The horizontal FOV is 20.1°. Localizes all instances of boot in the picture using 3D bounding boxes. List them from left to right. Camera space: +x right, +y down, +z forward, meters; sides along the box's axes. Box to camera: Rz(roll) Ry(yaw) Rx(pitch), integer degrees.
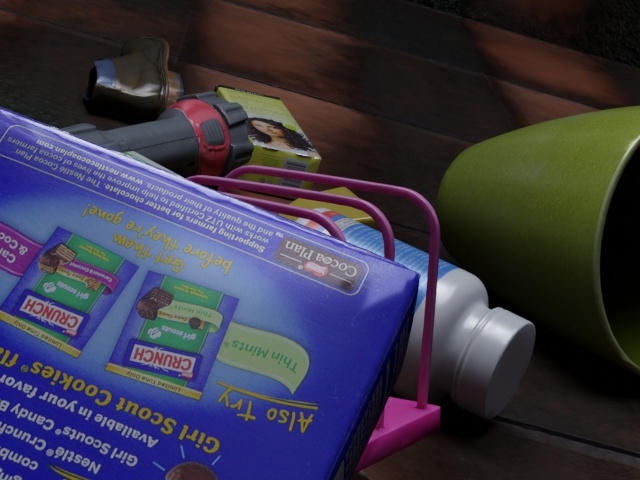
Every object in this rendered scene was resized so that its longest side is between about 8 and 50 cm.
[{"bbox_3d":[-0.239,-0.208,2.181,0.106,0.082,0.219,12,20,-23],"label":"boot"}]

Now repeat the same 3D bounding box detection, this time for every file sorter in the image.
[{"bbox_3d":[-0.069,0.057,1.199,0.202,0.182,0.291,8,11,29],"label":"file sorter"}]

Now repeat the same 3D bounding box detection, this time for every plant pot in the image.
[{"bbox_3d":[0.000,0.000,1.779,0.083,0.081,0.081,-4,26,-27],"label":"plant pot"},{"bbox_3d":[0.264,-0.018,1.839,0.275,0.274,0.293,2,7,-40],"label":"plant pot"}]

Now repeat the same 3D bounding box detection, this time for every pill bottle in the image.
[{"bbox_3d":[0.067,0.067,1.556,0.221,0.124,0.124,24,19,24],"label":"pill bottle"}]

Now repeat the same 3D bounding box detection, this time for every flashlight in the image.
[{"bbox_3d":[-0.191,-0.088,1.850,0.103,0.103,0.304,31,26,25],"label":"flashlight"}]

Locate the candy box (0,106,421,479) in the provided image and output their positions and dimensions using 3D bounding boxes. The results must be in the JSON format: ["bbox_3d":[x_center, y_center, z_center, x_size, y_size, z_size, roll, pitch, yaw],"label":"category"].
[{"bbox_3d":[-0.132,0.120,0.914,0.268,0.122,0.317,22,62,11],"label":"candy box"}]

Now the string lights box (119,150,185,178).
[{"bbox_3d":[-0.208,-0.011,1.610,0.133,0.076,0.260,27,20,25],"label":"string lights box"}]

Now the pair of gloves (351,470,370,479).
[{"bbox_3d":[-0.050,0.177,1.244,0.240,0.042,0.204,-2,25,-44],"label":"pair of gloves"}]

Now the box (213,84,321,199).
[{"bbox_3d":[-0.069,-0.117,2.099,0.087,0.058,0.232,11,18,-19],"label":"box"}]
